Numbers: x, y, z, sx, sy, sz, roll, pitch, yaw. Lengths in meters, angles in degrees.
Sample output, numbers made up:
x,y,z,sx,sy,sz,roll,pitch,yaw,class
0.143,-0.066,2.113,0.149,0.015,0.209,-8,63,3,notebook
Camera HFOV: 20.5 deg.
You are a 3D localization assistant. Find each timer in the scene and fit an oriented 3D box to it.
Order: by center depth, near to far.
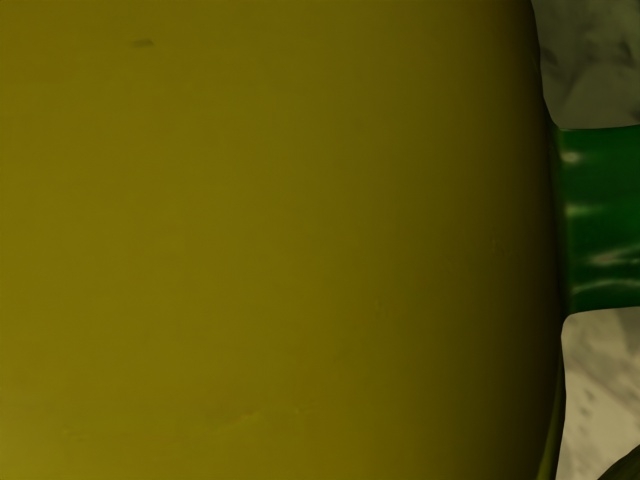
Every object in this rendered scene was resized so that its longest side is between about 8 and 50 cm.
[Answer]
x,y,z,sx,sy,sz,roll,pitch,yaw,class
0.000,0.000,0.449,0.285,0.285,0.285,34,146,27,timer

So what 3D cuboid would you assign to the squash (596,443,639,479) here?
x,y,z,sx,sy,sz,roll,pitch,yaw,class
0.146,0.094,0.245,0.210,0.233,0.309,22,162,-9,squash
